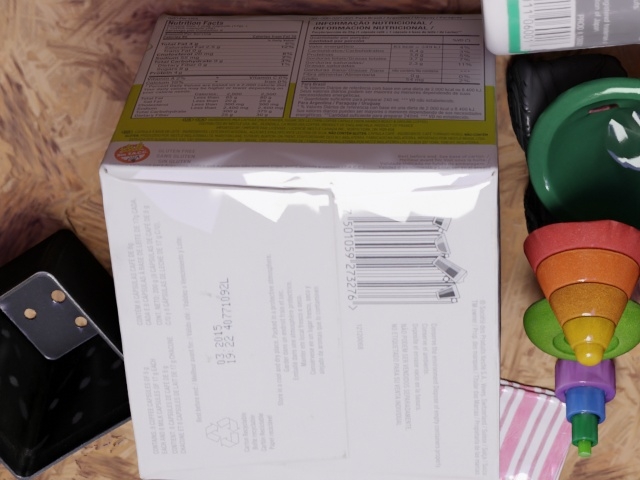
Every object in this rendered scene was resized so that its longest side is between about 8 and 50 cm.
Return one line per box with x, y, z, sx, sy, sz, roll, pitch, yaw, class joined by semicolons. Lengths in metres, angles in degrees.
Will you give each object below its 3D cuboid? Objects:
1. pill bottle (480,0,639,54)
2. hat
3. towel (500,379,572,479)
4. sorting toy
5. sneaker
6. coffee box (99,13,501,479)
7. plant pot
0.318;-0.280;1.622;0.361;0.204;0.204;-4;119;4;pill bottle
0.320;-0.110;1.756;0.208;0.183;0.173;-2;116;21;hat
0.179;0.217;2.006;0.197;0.029;0.144;13;118;-5;towel
0.264;0.118;1.802;0.127;0.126;0.365;0;151;7;sorting toy
0.266;-0.056;1.812;0.130;0.109;0.286;-12;123;-2;sneaker
0.000;0.000;1.716;0.338;0.334;0.338;0;120;4;coffee box
-0.283;0.100;1.879;0.187;0.167;0.188;-31;113;18;plant pot
